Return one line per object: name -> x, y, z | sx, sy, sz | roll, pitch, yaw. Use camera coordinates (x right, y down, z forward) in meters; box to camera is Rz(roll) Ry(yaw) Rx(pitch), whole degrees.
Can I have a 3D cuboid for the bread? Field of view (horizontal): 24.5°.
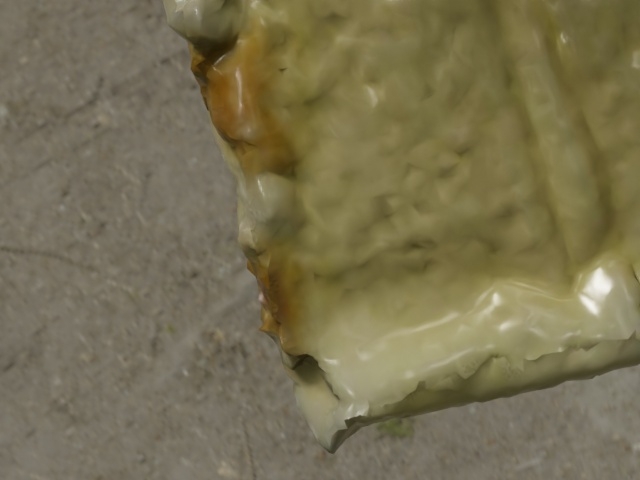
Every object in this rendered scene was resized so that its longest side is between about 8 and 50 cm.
bread -> 0.067, -0.145, 0.733 | 0.279, 0.371, 0.390 | -18, 19, 1
